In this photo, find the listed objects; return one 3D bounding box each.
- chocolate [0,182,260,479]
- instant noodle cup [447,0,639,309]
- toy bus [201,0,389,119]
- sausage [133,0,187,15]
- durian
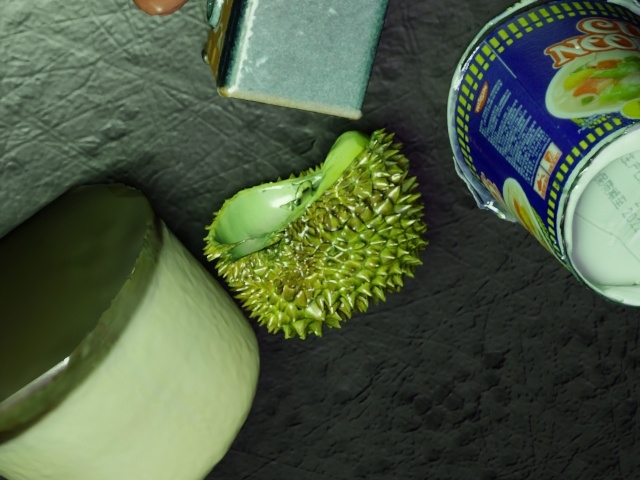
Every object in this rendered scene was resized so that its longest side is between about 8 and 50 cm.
[{"bbox_3d":[-0.227,0.149,1.680,0.326,0.314,0.297,-31,119,4],"label":"chocolate"},{"bbox_3d":[0.292,-0.081,1.663,0.284,0.312,0.284,-4,115,-8],"label":"instant noodle cup"},{"bbox_3d":[-0.006,-0.291,1.581,0.162,0.194,0.323,9,112,-13],"label":"toy bus"},{"bbox_3d":[-0.148,-0.264,1.642,0.094,0.059,0.054,-47,126,7],"label":"sausage"},{"bbox_3d":[0.004,-0.001,1.709,0.237,0.200,0.176,-29,93,-6],"label":"durian"}]
